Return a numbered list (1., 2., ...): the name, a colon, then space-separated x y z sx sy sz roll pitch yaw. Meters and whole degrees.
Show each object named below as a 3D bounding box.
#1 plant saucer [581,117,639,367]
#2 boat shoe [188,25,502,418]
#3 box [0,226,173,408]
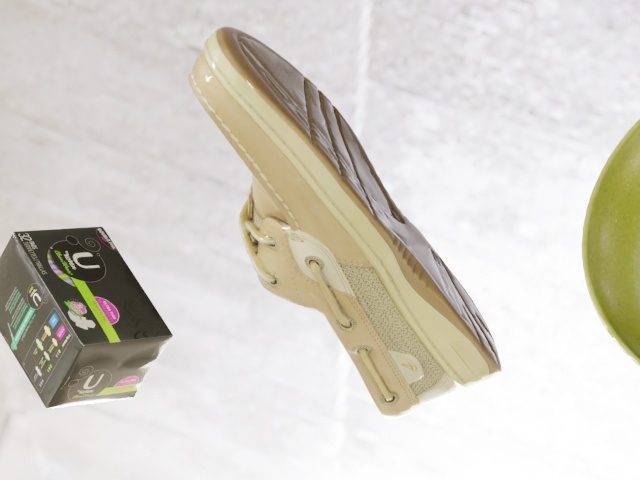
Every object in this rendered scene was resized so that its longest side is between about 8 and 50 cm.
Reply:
1. plant saucer: 0.249 -0.005 0.959 0.241 0.241 0.037 7 145 30
2. boat shoe: 0.000 0.000 1.212 0.098 0.109 0.302 -31 124 13
3. box: -0.131 0.040 1.046 0.062 0.083 0.052 -5 138 -44
